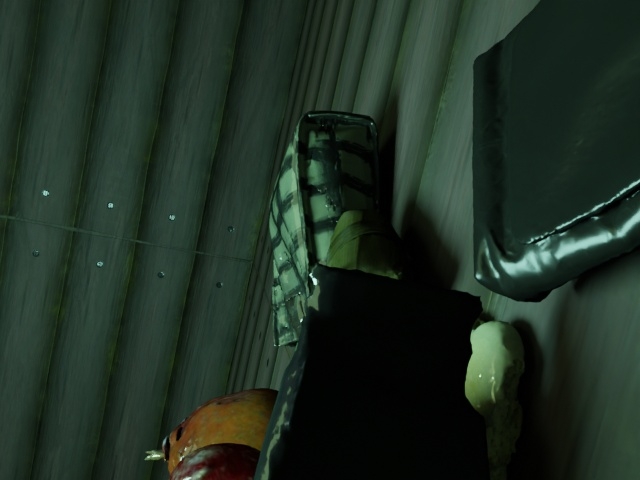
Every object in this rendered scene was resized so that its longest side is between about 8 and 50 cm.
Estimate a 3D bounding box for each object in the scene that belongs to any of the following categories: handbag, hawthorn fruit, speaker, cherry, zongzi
[{"bbox_3d":[0.196,-0.097,0.397,0.223,0.080,0.247,136,146,-57],"label":"handbag"},{"bbox_3d":[-0.181,0.418,1.106,0.276,0.307,0.276,-178,90,-86],"label":"hawthorn fruit"},{"bbox_3d":[0.000,0.000,1.004,0.325,0.162,0.327,119,150,-64],"label":"handbag"},{"bbox_3d":[0.014,0.214,0.544,0.388,0.180,0.184,112,168,-51],"label":"speaker"},{"bbox_3d":[-0.134,0.431,0.860,0.230,0.202,0.300,-123,25,-45],"label":"cherry"},{"bbox_3d":[0.073,0.096,0.756,0.221,0.112,0.242,-80,-21,-62],"label":"zongzi"}]

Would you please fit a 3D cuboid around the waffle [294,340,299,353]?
[{"bbox_3d":[0.007,0.307,0.852,0.317,0.073,0.297,-117,30,-58],"label":"waffle"}]

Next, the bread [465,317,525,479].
[{"bbox_3d":[0.121,0.193,0.545,0.182,0.038,0.251,179,101,-77],"label":"bread"}]
